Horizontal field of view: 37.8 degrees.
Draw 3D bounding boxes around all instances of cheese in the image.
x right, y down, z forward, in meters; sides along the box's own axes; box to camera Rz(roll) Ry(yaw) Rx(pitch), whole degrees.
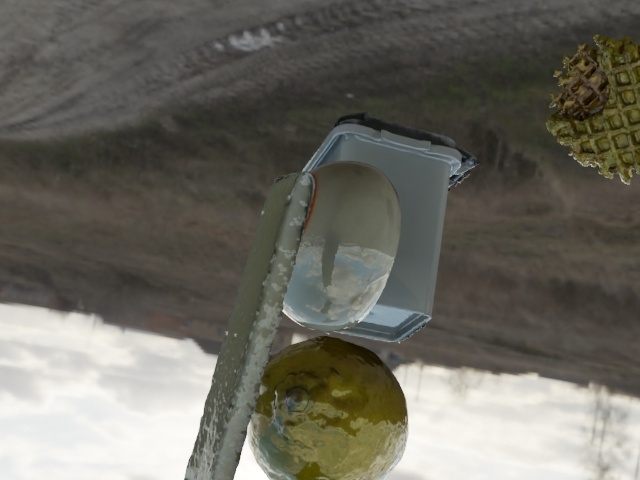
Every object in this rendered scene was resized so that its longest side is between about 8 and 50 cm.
[{"bbox_3d":[-0.082,0.119,0.985,0.034,0.400,0.085,21,172,-29],"label":"cheese"}]

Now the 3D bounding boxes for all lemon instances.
[{"bbox_3d":[0.007,0.291,1.518,0.285,0.285,0.316,7,-170,36],"label":"lemon"}]

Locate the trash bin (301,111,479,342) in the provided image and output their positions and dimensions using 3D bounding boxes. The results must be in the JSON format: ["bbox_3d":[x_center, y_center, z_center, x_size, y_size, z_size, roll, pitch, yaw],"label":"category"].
[{"bbox_3d":[0.120,-0.014,1.705,0.296,0.368,0.256,13,154,-17],"label":"trash bin"}]

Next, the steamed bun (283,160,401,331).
[{"bbox_3d":[0.000,0.000,1.235,0.145,0.232,0.232,18,173,-18],"label":"steamed bun"}]

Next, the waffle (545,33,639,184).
[{"bbox_3d":[0.403,-0.178,1.271,0.197,0.193,0.070,19,-148,29],"label":"waffle"}]
